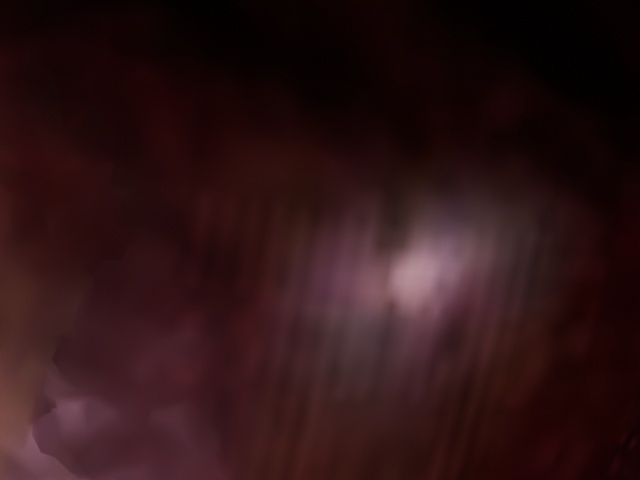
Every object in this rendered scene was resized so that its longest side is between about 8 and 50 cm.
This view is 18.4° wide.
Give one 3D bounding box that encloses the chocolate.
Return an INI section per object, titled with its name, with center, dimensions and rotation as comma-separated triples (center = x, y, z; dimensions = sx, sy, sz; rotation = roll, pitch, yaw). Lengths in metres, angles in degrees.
[chocolate]
center = -0.048, -0.003, 0.529
dimensions = 0.384, 0.384, 0.331
rotation = 23, 104, 25
